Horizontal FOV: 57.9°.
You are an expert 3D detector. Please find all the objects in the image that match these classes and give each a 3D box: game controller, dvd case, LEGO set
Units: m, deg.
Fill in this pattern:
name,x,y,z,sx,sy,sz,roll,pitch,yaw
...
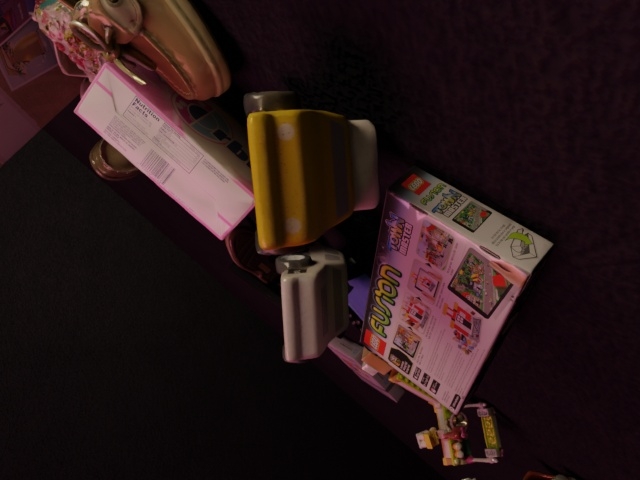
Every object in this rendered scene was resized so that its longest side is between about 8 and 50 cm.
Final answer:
name,x,y,z,sx,sy,sz,roll,pitch,yaw
game controller,0.074,0.077,0.683,0.166,0.067,0.319,41,166,-1
dvd case,-0.063,0.129,1.201,0.180,0.022,0.253,33,177,30
LEGO set,0.186,0.259,0.889,0.286,0.132,0.107,63,149,5

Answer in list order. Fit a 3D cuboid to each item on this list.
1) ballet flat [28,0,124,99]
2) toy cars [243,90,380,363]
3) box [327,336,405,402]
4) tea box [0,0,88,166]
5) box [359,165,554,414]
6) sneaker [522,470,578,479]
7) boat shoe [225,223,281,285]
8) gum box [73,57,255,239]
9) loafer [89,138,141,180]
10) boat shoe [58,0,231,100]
name,x,y,z,sx,sy,sz,roll,pitch,yaw
ballet flat,-0.236,-0.185,0.634,0.241,0.077,0.091,87,171,-65
toy cars,0.000,0.000,0.502,0.087,0.176,0.393,-3,150,0
box,0.099,0.291,1.356,0.186,0.038,0.145,50,163,-31
tea box,-0.445,-0.293,0.581,0.324,0.220,0.329,34,165,22
box,0.094,0.050,0.465,0.114,0.036,0.206,35,146,24
sneaker,0.385,0.414,0.824,0.123,0.105,0.290,40,168,-9
boat shoe,-0.130,0.018,1.061,0.072,0.068,0.190,45,172,35
gum box,-0.132,-0.101,0.565,0.188,0.062,0.107,42,-153,-9
loafer,-0.185,-0.116,0.635,0.056,0.148,0.050,52,144,-6
boat shoe,-0.194,-0.206,0.455,0.285,0.089,0.105,43,166,-12
